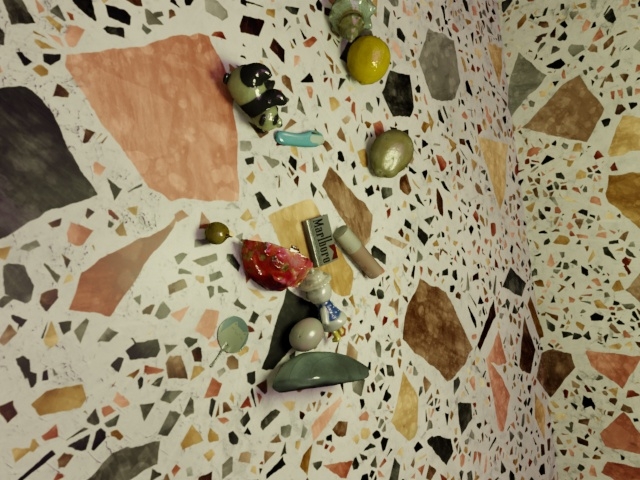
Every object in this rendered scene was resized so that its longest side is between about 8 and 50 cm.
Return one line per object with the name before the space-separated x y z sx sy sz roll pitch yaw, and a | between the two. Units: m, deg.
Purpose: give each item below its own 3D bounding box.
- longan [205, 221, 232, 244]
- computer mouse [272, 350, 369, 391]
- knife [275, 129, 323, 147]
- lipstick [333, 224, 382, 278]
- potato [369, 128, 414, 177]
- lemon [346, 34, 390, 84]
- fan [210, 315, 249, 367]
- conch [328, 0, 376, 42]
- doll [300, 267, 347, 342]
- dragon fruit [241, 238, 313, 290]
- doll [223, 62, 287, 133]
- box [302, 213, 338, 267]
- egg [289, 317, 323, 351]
longan | -0.301 -0.020 1.373 0.075 0.083 0.075 14 90 -79
computer mouse | 0.004 0.433 1.544 0.370 0.188 0.122 12 64 -40
knife | -0.075 -0.371 1.679 0.222 0.031 0.064 -8 94 -41
lipstick | 0.149 0.048 1.812 0.254 0.070 0.070 48 54 -29
potato | 0.300 -0.369 1.963 0.177 0.160 0.235 28 76 3
lemon | 0.194 -0.736 1.891 0.178 0.178 0.203 12 98 -43
fan | -0.281 0.311 1.400 0.113 0.005 0.175 53 52 -26
conch | 0.145 -0.939 1.876 0.203 0.169 0.386 44 56 -47
doll | 0.013 0.223 1.633 0.138 0.119 0.293 -61 134 -60
dragon fruit | -0.130 0.089 1.470 0.274 0.161 0.126 31 62 -40
doll | -0.205 -0.464 1.498 0.135 0.143 0.234 -43 118 -13
box | 0.000 0.000 1.697 0.115 0.036 0.178 -19 98 -44
egg | -0.046 0.318 1.561 0.135 0.103 0.103 -34 108 -42
